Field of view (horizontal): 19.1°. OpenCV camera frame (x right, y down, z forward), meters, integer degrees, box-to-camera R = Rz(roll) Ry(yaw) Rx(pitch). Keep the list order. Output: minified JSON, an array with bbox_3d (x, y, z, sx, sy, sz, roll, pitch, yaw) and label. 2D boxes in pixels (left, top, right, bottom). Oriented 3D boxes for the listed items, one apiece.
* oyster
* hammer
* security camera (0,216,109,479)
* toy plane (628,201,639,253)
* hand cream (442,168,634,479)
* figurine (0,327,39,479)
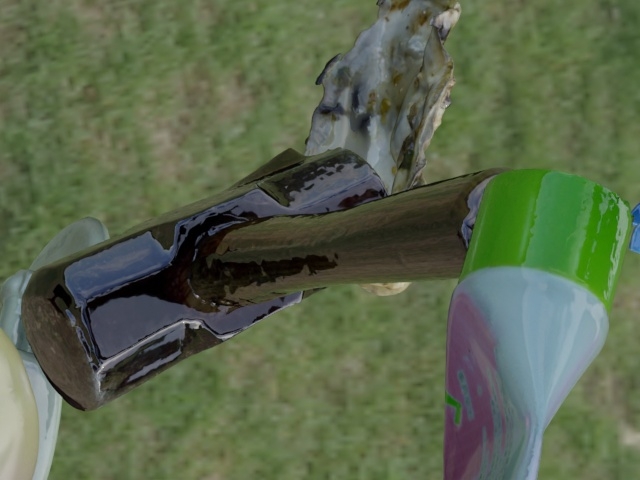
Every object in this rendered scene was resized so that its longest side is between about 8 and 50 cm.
[{"bbox_3d":[0.062,-0.083,1.486,0.094,0.166,0.294,31,66,-25],"label":"oyster"},{"bbox_3d":[0.000,0.000,1.067,0.242,0.409,0.095,-26,96,-27],"label":"hammer"},{"bbox_3d":[-0.237,0.097,1.423,0.080,0.157,0.302,30,46,-21],"label":"security camera"},{"bbox_3d":[0.267,-0.086,1.194,0.105,0.254,0.271,24,75,-6],"label":"toy plane"},{"bbox_3d":[0.037,0.107,0.544,0.079,0.050,0.275,67,37,-60],"label":"hand cream"},{"bbox_3d":[-0.142,0.193,0.781,0.274,0.226,0.394,-6,74,-6],"label":"figurine"}]
